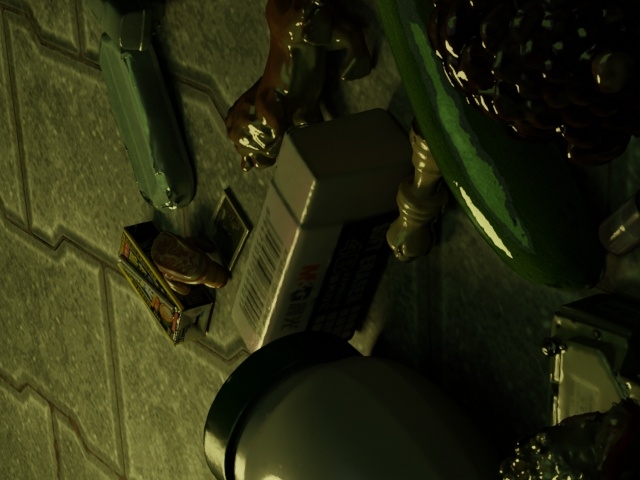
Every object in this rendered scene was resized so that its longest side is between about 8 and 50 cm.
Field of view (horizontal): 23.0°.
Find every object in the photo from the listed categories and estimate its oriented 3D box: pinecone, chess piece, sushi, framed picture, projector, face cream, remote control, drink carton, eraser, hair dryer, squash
[{"bbox_3d":[0.185,-0.185,1.183,0.272,0.224,0.224,-114,23,-57],"label":"pinecone"},{"bbox_3d":[0.101,-0.045,1.532,0.060,0.060,0.172,49,144,33],"label":"chess piece"},{"bbox_3d":[0.197,0.200,1.288,0.226,0.103,0.097,113,148,-41],"label":"sushi"},{"bbox_3d":[-0.113,-0.013,1.923,0.066,0.006,0.089,58,146,22],"label":"framed picture"},{"bbox_3d":[0.292,0.173,1.304,0.269,0.088,0.194,27,124,50],"label":"projector"},{"bbox_3d":[0.056,0.265,1.591,0.357,0.219,0.313,40,140,46],"label":"face cream"},{"bbox_3d":[-0.221,-0.156,1.982,0.104,0.052,0.247,-7,102,60],"label":"remote control"},{"bbox_3d":[-0.207,0.055,2.057,0.166,0.056,0.071,49,139,33],"label":"drink carton"},{"bbox_3d":[0.000,0.000,1.640,0.086,0.130,0.287,56,146,31],"label":"eraser"},{"bbox_3d":[0.282,0.017,1.300,0.114,0.037,0.063,57,148,12],"label":"hair dryer"},{"bbox_3d":[0.134,-0.127,1.389,0.107,0.107,0.395,-37,74,57],"label":"squash"}]

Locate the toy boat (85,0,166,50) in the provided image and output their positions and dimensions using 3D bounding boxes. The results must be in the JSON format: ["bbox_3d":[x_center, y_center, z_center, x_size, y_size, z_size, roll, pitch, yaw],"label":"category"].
[{"bbox_3d":[-0.255,-0.322,1.938,0.260,0.085,0.078,-124,35,-45],"label":"toy boat"}]

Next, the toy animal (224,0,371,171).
[{"bbox_3d":[-0.034,-0.174,1.644,0.157,0.097,0.312,56,144,36],"label":"toy animal"}]

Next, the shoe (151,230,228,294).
[{"bbox_3d":[-0.166,0.031,1.967,0.109,0.069,0.072,3,71,45],"label":"shoe"}]
